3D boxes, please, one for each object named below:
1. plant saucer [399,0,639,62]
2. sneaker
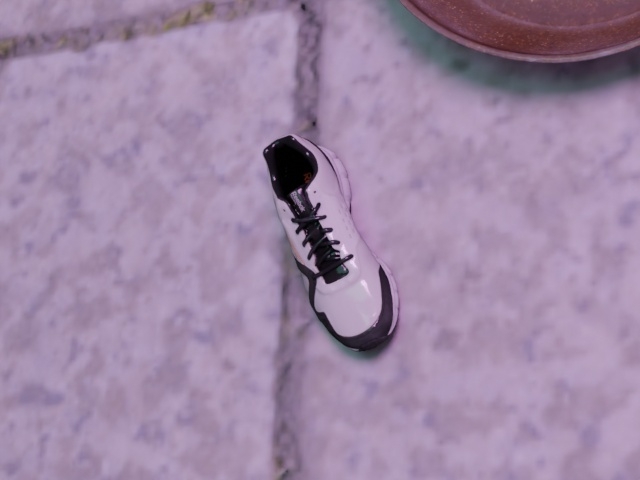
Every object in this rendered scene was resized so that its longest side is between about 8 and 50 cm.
[{"bbox_3d":[0.113,-0.167,0.676,0.199,0.036,0.198,-6,74,21],"label":"plant saucer"},{"bbox_3d":[0.000,0.000,0.682,0.040,0.044,0.109,-30,62,13],"label":"sneaker"}]
